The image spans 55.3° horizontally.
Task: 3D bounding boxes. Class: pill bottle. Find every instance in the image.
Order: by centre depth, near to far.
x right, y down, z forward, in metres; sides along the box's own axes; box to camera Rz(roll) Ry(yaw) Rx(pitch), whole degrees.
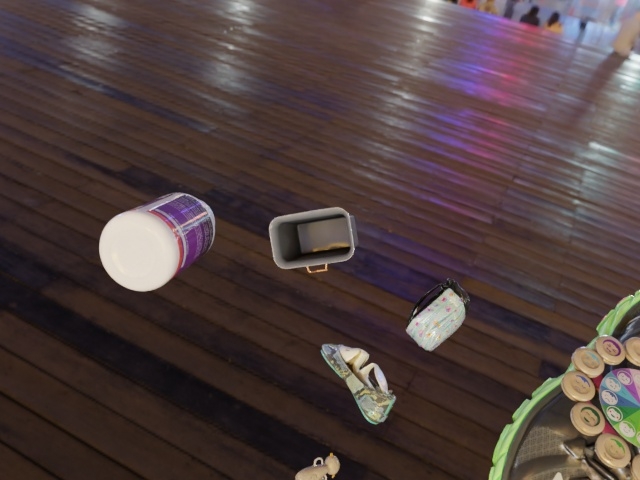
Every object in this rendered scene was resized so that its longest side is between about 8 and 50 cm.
[{"bbox_3d":[-0.366,-0.010,1.449,0.182,0.181,0.323,18,18,7],"label":"pill bottle"}]

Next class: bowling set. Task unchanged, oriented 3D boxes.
[{"bbox_3d":[-0.017,0.685,1.608,0.154,0.286,0.200,-12,7,-35],"label":"bowling set"}]

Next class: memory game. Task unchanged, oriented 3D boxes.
[{"bbox_3d":[0.360,0.186,0.677,0.186,0.012,0.186,5,50,-7],"label":"memory game"}]

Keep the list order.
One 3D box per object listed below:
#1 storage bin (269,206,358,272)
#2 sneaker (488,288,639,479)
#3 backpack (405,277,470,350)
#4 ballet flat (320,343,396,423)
[{"bbox_3d":[0.000,0.000,0.995,0.135,0.098,0.091,-9,1,19],"label":"storage bin"},{"bbox_3d":[0.392,0.253,0.782,0.185,0.482,0.202,44,-12,-21],"label":"sneaker"},{"bbox_3d":[0.320,0.210,1.661,0.182,0.152,0.115,-39,59,-14],"label":"backpack"},{"bbox_3d":[0.067,0.219,1.016,0.070,0.070,0.188,-6,35,-30],"label":"ballet flat"}]
